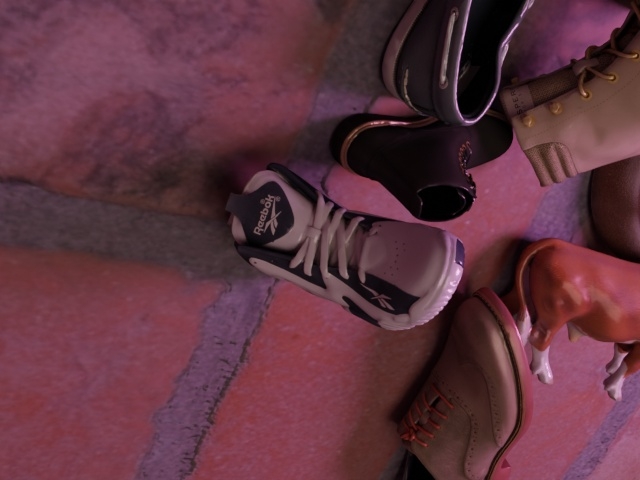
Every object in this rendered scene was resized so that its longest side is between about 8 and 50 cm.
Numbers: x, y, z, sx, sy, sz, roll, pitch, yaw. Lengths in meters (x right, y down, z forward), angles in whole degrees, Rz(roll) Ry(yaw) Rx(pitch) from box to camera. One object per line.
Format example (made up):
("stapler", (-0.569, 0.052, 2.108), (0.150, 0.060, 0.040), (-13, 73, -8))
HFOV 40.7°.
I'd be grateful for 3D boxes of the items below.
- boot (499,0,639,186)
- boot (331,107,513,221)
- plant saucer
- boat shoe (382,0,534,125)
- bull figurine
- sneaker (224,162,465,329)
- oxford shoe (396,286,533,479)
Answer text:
("boot", (0.262, -0.166, 0.791), (0.204, 0.095, 0.262), (-13, 134, 19))
("boot", (0.127, -0.065, 0.799), (0.198, 0.137, 0.076), (-12, 126, -26))
("plant saucer", (0.469, -0.087, 1.018), (0.311, 0.050, 0.310), (-8, 120, -14))
("boat shoe", (0.168, -0.242, 0.726), (0.116, 0.099, 0.319), (16, 112, -38))
("bull figurine", (0.356, 0.092, 1.034), (0.311, 0.101, 0.188), (18, 113, -11))
("sneaker", (0.000, 0.000, 0.722), (0.153, 0.235, 0.094), (25, 88, -28))
("oxford shoe", (0.162, 0.211, 1.028), (0.130, 0.123, 0.348), (-13, 126, -17))
